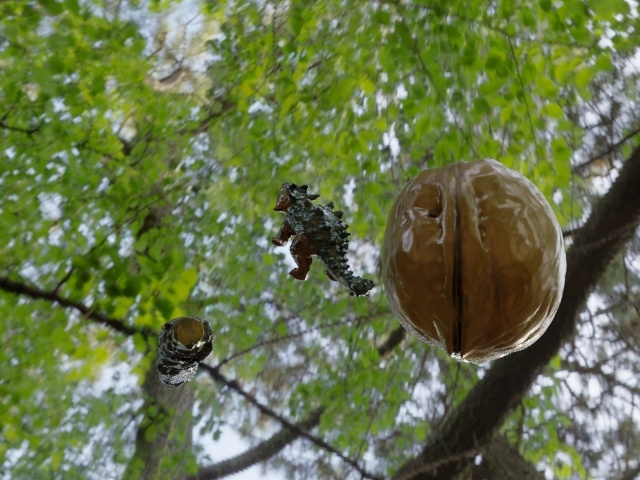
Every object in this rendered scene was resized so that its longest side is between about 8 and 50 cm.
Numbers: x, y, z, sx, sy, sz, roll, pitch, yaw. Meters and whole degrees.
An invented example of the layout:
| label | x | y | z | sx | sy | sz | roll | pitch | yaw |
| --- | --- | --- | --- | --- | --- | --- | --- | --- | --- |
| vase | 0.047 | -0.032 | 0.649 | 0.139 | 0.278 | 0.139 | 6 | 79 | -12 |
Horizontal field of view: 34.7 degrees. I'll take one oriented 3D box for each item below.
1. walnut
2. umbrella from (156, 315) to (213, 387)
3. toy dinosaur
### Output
| label | x | y | z | sx | sy | sz | roll | pitch | yaw |
| --- | --- | --- | --- | --- | --- | --- | --- | --- | --- |
| walnut | 0.121 | 0.015 | 0.810 | 0.144 | 0.180 | 0.144 | 6 | -41 | 5 |
| umbrella | -0.100 | 0.078 | 0.741 | 0.037 | 0.144 | 0.040 | 14 | -109 | -8 |
| toy dinosaur | 0.000 | 0.000 | 0.782 | 0.049 | 0.154 | 0.055 | 7 | -62 | -34 |
